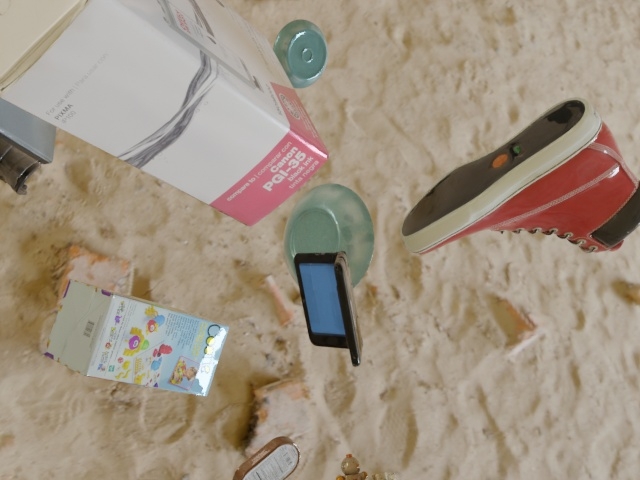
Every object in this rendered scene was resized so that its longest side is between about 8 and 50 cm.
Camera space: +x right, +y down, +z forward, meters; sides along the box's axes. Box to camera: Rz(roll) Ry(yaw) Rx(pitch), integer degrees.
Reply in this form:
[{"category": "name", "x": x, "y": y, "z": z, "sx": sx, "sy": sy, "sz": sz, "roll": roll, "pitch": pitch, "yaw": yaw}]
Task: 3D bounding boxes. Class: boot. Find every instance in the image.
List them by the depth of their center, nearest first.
[{"category": "boot", "x": 0.223, "y": -0.018, "z": 0.805, "sx": 0.176, "sy": 0.244, "sz": 0.088, "roll": 45, "pitch": 29, "yaw": -26}, {"category": "boot", "x": -0.550, "y": -0.161, "z": 1.174, "sx": 0.223, "sy": 0.338, "sz": 0.118, "roll": 40, "pitch": 94, "yaw": -14}]

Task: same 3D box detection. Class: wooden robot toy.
[{"category": "wooden robot toy", "x": 0.071, "y": 0.422, "z": 1.343, "sx": 0.173, "sy": 0.076, "sz": 0.079, "roll": 4, "pitch": 65, "yaw": -36}]

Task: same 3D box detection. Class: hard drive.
[{"category": "hard drive", "x": -0.444, "y": -0.182, "z": 1.103, "sx": 0.135, "sy": 0.022, "sz": 0.094, "roll": 43, "pitch": 43, "yaw": -63}]

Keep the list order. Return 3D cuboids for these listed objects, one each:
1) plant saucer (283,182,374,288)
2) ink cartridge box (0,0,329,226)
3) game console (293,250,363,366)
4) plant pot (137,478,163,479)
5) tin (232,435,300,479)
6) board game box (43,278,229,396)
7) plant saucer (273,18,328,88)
[{"category": "plant saucer", "x": 0.000, "y": 0.000, "z": 1.224, "sx": 0.037, "sy": 0.195, "sz": 0.194, "roll": 6, "pitch": 68, "yaw": -51}, {"category": "ink cartridge box", "x": -0.145, "y": -0.161, "z": 0.668, "sx": 0.283, "sy": 0.117, "sz": 0.207, "roll": 30, "pitch": 28, "yaw": -49}, {"category": "game console", "x": 0.006, "y": 0.079, "z": 0.873, "sx": 0.107, "sy": 0.071, "sz": 0.122, "roll": -66, "pitch": 145, "yaw": -77}, {"category": "plant pot", "x": -0.355, "y": 0.670, "z": 1.547, "sx": 0.284, "sy": 0.190, "sz": 0.284, "roll": 20, "pitch": 19, "yaw": -7}, {"category": "tin", "x": -0.132, "y": 0.567, "z": 1.844, "sx": 0.190, "sy": 0.040, "sz": 0.106, "roll": -36, "pitch": 116, "yaw": -21}, {"category": "board game box", "x": -0.327, "y": 0.181, "z": 1.354, "sx": 0.275, "sy": 0.142, "sz": 0.144, "roll": 25, "pitch": 80, "yaw": -48}, {"category": "plant saucer", "x": -0.029, "y": -0.326, "z": 1.307, "sx": 0.119, "sy": 0.021, "sz": 0.119, "roll": -12, "pitch": 111, "yaw": -34}]
